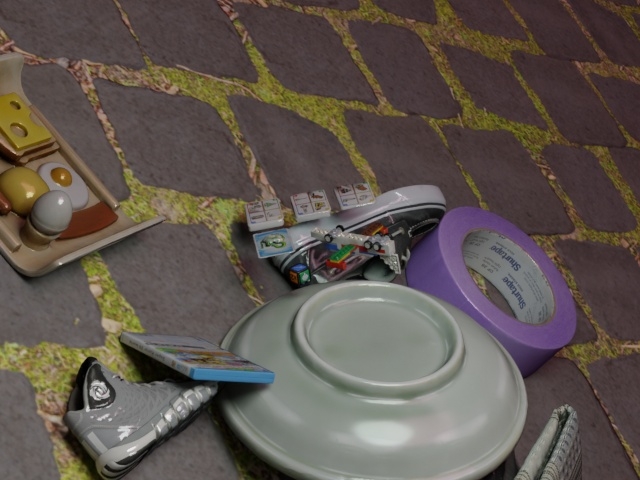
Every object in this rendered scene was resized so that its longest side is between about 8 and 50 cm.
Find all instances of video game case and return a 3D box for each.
[{"bbox_3d":[-0.149,0.140,1.723,0.119,0.015,0.166,9,6,-40],"label":"video game case"}]

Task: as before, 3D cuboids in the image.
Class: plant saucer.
[{"bbox_3d":[0.067,0.150,1.792,0.400,0.101,0.400,4,34,-3],"label":"plant saucer"}]

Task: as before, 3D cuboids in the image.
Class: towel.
[{"bbox_3d":[0.267,0.413,1.757,0.056,0.312,0.324,4,27,22],"label":"towel"}]

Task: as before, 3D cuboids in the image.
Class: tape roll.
[{"bbox_3d":[0.267,0.080,2.234,0.274,0.090,0.275,27,37,-23],"label":"tape roll"}]

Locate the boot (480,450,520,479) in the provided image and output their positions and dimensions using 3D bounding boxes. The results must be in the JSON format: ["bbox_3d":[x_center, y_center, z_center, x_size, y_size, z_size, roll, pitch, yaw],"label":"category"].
[{"bbox_3d":[0.217,0.389,1.791,0.223,0.118,0.338,58,38,-32],"label":"boot"}]

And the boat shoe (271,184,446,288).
[{"bbox_3d":[0.072,0.013,2.097,0.335,0.121,0.119,-20,73,-39],"label":"boat shoe"}]

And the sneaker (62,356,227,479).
[{"bbox_3d":[-0.210,0.172,1.659,0.132,0.086,0.228,45,35,8],"label":"sneaker"}]

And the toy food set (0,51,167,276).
[{"bbox_3d":[-0.359,-0.104,1.799,0.306,0.092,0.219,49,35,9],"label":"toy food set"}]

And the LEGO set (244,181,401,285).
[{"bbox_3d":[0.000,0.000,1.929,0.182,0.060,0.244,-11,25,-4],"label":"LEGO set"}]
